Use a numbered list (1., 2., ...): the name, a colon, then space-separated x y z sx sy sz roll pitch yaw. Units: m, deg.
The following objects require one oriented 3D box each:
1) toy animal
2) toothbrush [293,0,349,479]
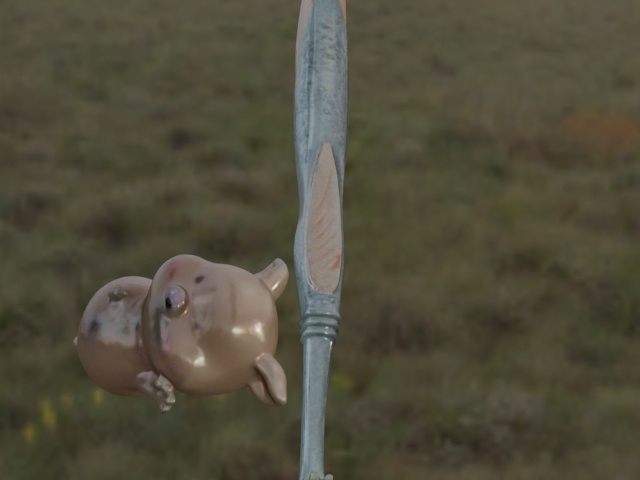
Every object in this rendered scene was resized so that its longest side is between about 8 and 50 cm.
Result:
1. toy animal: -0.080 0.049 1.036 0.150 0.083 0.089 -1 2 35
2. toothbrush: 0.000 0.000 0.905 0.028 0.375 0.037 7 -33 -10
